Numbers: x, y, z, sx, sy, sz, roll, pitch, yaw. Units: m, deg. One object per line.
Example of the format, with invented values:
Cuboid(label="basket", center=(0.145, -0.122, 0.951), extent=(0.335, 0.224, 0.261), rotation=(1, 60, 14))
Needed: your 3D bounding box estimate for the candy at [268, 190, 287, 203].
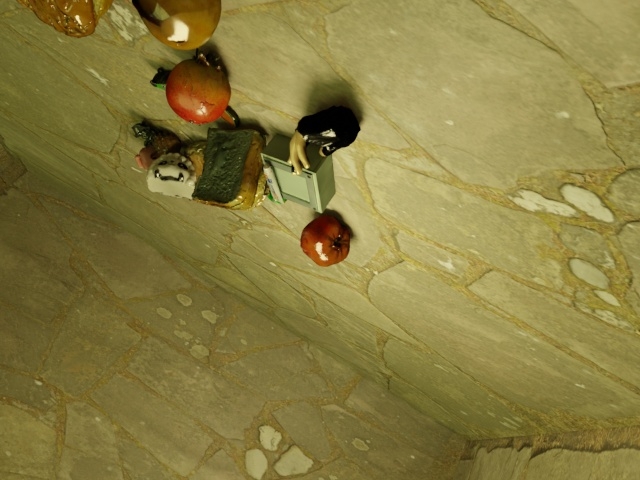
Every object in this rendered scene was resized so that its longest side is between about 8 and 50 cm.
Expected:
Cuboid(label="candy", center=(-0.259, -0.261, 1.911), extent=(0.323, 0.097, 0.097), rotation=(37, 154, 12))

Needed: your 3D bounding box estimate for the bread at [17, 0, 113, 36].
Cuboid(label="bread", center=(-0.809, -0.821, 1.407), extent=(0.398, 0.215, 0.398), rotation=(25, 153, 14))

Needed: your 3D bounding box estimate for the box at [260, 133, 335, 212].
Cuboid(label="box", center=(-0.078, -0.237, 1.693), extent=(0.225, 0.117, 0.225), rotation=(22, 151, 20))

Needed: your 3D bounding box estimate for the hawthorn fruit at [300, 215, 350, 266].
Cuboid(label="hawthorn fruit", center=(0.000, 0.000, 1.932), extent=(0.243, 0.207, 0.207), rotation=(1, 139, 52))

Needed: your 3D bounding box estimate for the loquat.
Cuboid(label="loquat", center=(-0.377, -0.634, 1.242), extent=(0.235, 0.235, 0.235), rotation=(25, 152, 15))

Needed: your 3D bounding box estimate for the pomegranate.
Cuboid(label="pomegranate", center=(-0.394, -0.496, 1.519), extent=(0.210, 0.210, 0.235), rotation=(26, 120, 13))

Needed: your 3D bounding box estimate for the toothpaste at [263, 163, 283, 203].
Cuboid(label="toothpaste", center=(-0.171, -0.201, 1.696), extent=(0.052, 0.033, 0.218), rotation=(28, 158, 21))

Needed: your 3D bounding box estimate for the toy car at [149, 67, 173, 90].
Cuboid(label="toy car", center=(-0.538, -0.573, 1.684), extent=(0.165, 0.071, 0.062), rotation=(15, 161, 31))

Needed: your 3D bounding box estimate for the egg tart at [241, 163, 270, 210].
Cuboid(label="egg tart", center=(-0.296, -0.235, 1.826), extent=(0.241, 0.240, 0.106), rotation=(13, -179, 33))

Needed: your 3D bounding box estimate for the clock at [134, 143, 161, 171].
Cuboid(label="clock", center=(-0.735, -0.366, 2.128), extent=(0.162, 0.166, 0.092), rotation=(33, 153, 14))

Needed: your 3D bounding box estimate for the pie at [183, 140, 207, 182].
Cuboid(label="pie", center=(-0.476, -0.288, 2.057), extent=(0.340, 0.083, 0.339), rotation=(27, 150, 17))

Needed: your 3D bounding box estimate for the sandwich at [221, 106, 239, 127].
Cuboid(label="sandwich", center=(-0.338, -0.460, 1.705), extent=(0.101, 0.026, 0.069), rotation=(35, 157, 3))

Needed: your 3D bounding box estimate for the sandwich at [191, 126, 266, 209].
Cuboid(label="sandwich", center=(-0.336, -0.265, 1.729), extent=(0.271, 0.300, 0.099), rotation=(8, 173, 38))

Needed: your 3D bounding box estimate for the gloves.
Cuboid(label="gloves", center=(-0.008, -0.310, 1.462), extent=(0.301, 0.197, 0.152), rotation=(-40, 66, 39))

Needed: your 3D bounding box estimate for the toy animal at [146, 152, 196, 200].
Cuboid(label="toy animal", center=(-0.623, -0.277, 2.002), extent=(0.208, 0.155, 0.204), rotation=(9, 150, -5))

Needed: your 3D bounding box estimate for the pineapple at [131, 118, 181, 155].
Cuboid(label="pineapple", center=(-0.723, -0.447, 2.051), extent=(0.237, 0.111, 0.119), rotation=(29, 117, 16))
